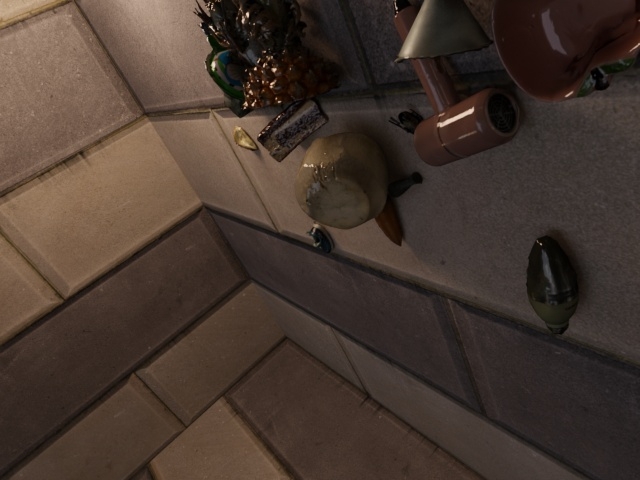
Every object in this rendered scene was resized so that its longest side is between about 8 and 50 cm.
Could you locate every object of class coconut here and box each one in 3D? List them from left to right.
[{"bbox_3d":[0.056,-0.165,1.142,0.245,0.247,0.244,5,130,6],"label":"coconut"}]

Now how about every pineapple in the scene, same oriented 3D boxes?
[{"bbox_3d":[-0.102,-0.472,1.009,0.263,0.263,0.271,22,134,49],"label":"pineapple"}]

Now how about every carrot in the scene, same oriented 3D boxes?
[{"bbox_3d":[0.203,-0.055,1.273,0.072,0.072,0.205,21,152,50],"label":"carrot"}]

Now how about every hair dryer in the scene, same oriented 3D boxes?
[{"bbox_3d":[0.218,-0.315,0.803,0.344,0.107,0.189,61,156,-9],"label":"hair dryer"}]

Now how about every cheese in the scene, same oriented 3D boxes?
[{"bbox_3d":[-0.249,-0.515,1.245,0.083,0.204,0.320,-44,67,49],"label":"cheese"}]

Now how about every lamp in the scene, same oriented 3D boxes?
[{"bbox_3d":[0.492,0.098,0.915,0.101,0.101,0.250,20,139,51],"label":"lamp"}]

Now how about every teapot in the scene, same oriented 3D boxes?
[{"bbox_3d":[0.222,-0.146,1.118,0.042,0.043,0.111,53,153,-6],"label":"teapot"}]

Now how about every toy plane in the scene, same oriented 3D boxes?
[{"bbox_3d":[0.212,-0.252,0.960,0.121,0.049,0.031,34,159,-5],"label":"toy plane"}]

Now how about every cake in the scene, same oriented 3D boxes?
[{"bbox_3d":[-0.073,-0.366,1.323,0.112,0.135,0.246,44,130,-17],"label":"cake"}]

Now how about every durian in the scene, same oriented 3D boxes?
[{"bbox_3d":[-0.298,-0.399,1.710,0.130,0.052,0.066,48,119,-1],"label":"durian"}]

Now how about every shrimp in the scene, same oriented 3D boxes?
[{"bbox_3d":[-0.220,-0.596,1.140,0.372,0.137,0.172,43,122,-16],"label":"shrimp"}]

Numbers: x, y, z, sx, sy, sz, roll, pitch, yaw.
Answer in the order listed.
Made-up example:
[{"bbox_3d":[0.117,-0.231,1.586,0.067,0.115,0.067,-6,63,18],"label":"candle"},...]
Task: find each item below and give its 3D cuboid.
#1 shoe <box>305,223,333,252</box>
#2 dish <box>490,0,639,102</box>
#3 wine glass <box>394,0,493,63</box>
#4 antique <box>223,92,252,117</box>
[{"bbox_3d":[0.000,0.000,1.713,0.064,0.071,0.142,21,148,51],"label":"shoe"},{"bbox_3d":[0.347,-0.301,0.578,0.213,0.090,0.213,42,155,25],"label":"dish"},{"bbox_3d":[0.178,-0.401,0.637,0.156,0.156,0.232,24,134,47],"label":"wine glass"},{"bbox_3d":[-0.256,-0.499,1.393,0.086,0.088,0.183,45,157,10],"label":"antique"}]
